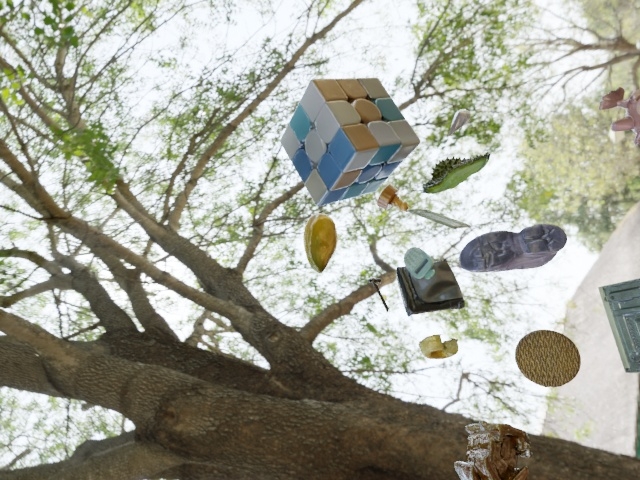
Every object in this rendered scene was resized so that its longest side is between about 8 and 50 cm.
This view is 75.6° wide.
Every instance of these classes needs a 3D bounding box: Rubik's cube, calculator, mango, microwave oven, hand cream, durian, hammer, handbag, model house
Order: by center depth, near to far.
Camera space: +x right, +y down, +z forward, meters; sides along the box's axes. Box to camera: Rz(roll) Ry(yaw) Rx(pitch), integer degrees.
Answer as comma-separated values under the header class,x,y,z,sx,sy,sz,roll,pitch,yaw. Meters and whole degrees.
class,x,y,z,sx,sy,sz,roll,pitch,yaw
microwave oven,0.892,0.218,1.091,0.146,0.194,0.240,-2,-107,-19
model house,0.484,0.633,1.123,0.220,0.199,0.229,21,-117,-8
hand cream,0.462,-0.400,1.371,0.142,0.053,0.084,-43,-25,-48
calculator,0.361,0.085,1.504,0.021,0.153,0.095,18,-66,-44
handbag,0.419,0.185,1.602,0.246,0.223,0.080,-95,-3,-51
Rubik's cube,0.103,-0.387,1.609,0.345,0.346,0.346,-17,-111,-34
hammer,0.266,0.237,1.809,0.065,0.021,0.178,-2,-131,-28
durian,0.572,-0.296,1.834,0.132,0.376,0.106,59,-174,-30
mango,0.000,0.000,1.886,0.177,0.119,0.316,30,-126,-33

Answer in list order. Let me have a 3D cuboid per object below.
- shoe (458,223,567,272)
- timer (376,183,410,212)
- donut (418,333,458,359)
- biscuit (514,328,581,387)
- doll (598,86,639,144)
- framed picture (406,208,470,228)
class,x,y,z,sx,sy,sz,roll,pitch,yaw
shoe,0.477,0.037,1.039,0.137,0.245,0.095,51,-151,-55
timer,0.384,-0.196,2.099,0.132,0.152,0.132,-47,-20,-24
donut,0.508,0.467,1.790,0.181,0.146,0.078,22,-135,-37
biscuit,0.992,0.514,1.807,0.037,0.262,0.261,-17,-81,-67
doll,0.713,-0.265,0.832,0.211,0.262,0.093,-46,-43,-5
framed picture,0.557,-0.106,1.942,0.197,0.252,0.014,-5,-65,-49
